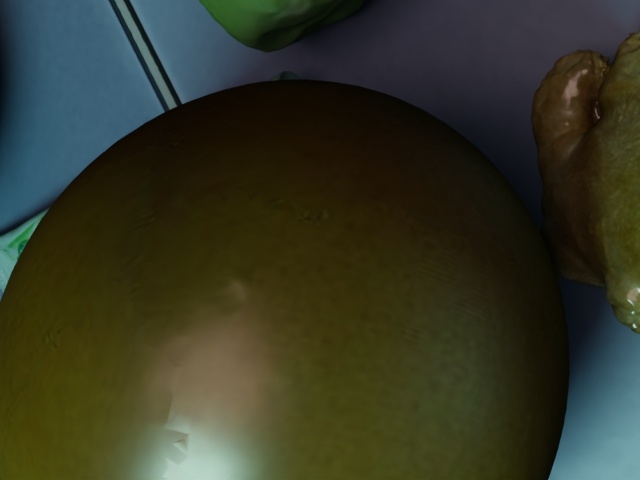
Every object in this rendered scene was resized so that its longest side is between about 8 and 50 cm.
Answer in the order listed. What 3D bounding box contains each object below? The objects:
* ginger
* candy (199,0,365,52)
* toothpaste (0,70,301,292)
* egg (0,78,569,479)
[{"bbox_3d":[0.202,-0.030,0.553,0.216,0.102,0.157,-3,69,33],"label":"ginger"},{"bbox_3d":[-0.086,-0.267,0.666,0.132,0.142,0.343,-35,77,-9],"label":"candy"},{"bbox_3d":[-0.123,-0.026,0.763,0.297,0.048,0.075,-30,85,32],"label":"toothpaste"},{"bbox_3d":[-0.027,0.082,0.587,0.282,0.282,0.351,38,133,19],"label":"egg"}]
